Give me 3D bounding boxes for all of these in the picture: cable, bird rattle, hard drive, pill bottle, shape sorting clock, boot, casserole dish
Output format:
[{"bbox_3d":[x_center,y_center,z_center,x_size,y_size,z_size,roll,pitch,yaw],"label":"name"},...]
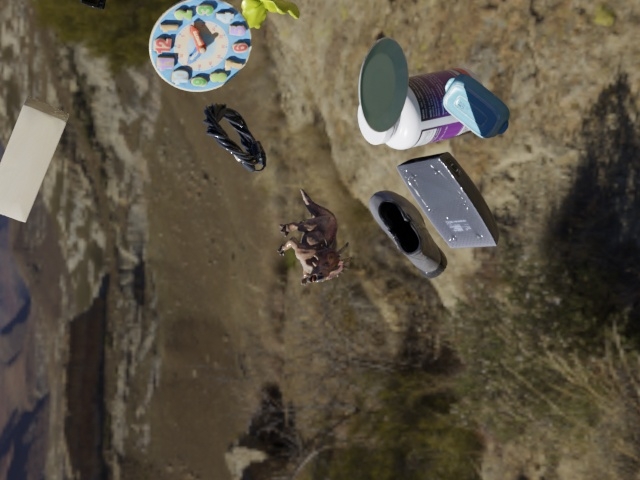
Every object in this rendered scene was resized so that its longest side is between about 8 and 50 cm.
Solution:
[{"bbox_3d":[-0.188,-0.222,1.727,0.047,0.151,0.184,-44,47,23],"label":"cable"},{"bbox_3d":[-0.150,-0.623,1.914,0.207,0.143,0.253,-100,-7,-56],"label":"bird rattle"},{"bbox_3d":[0.301,-0.093,1.920,0.254,0.054,0.172,53,152,-19],"label":"hard drive"},{"bbox_3d":[0.264,-0.342,2.168,0.181,0.323,0.181,36,133,49],"label":"pill bottle"},{"bbox_3d":[-0.236,-0.386,1.646,0.040,0.206,0.206,-110,29,-46],"label":"shape sorting clock"},{"bbox_3d":[0.213,-0.061,2.262,0.118,0.223,0.338,-43,53,4],"label":"boot"},{"bbox_3d":[0.375,-0.324,2.030,0.188,0.037,0.114,42,139,11],"label":"casserole dish"}]

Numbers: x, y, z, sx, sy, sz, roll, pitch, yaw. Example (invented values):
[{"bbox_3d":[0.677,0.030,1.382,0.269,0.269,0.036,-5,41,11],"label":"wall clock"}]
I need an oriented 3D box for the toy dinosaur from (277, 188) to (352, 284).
[{"bbox_3d":[0.000,0.000,2.212,0.200,0.127,0.295,-15,60,40],"label":"toy dinosaur"}]

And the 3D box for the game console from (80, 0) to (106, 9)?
[{"bbox_3d":[-0.444,-0.517,1.604,0.107,0.071,0.122,26,104,46],"label":"game console"}]

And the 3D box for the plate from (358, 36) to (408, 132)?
[{"bbox_3d":[0.120,-0.309,1.652,0.024,0.188,0.188,11,101,34],"label":"plate"}]

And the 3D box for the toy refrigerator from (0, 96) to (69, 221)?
[{"bbox_3d":[-0.690,-0.191,1.950,0.269,0.102,0.094,-63,20,15],"label":"toy refrigerator"}]
